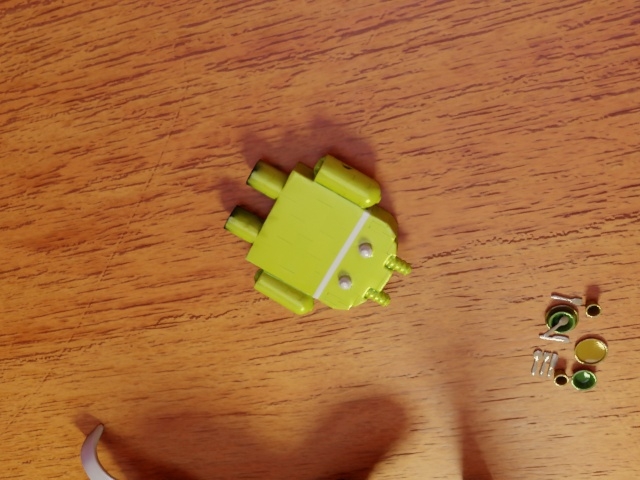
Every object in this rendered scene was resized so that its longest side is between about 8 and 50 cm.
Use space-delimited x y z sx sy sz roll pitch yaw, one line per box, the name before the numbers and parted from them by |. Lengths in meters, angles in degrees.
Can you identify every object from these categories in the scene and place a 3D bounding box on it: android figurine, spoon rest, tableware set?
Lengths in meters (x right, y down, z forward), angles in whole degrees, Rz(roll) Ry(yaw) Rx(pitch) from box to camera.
android figurine | 0.000 0.000 1.014 0.272 0.056 0.248 32 116 -2
spoon rest | -0.330 0.460 1.274 0.276 0.084 0.137 41 115 -8
tableware set | 0.378 0.155 1.025 0.104 0.024 0.154 9 115 7

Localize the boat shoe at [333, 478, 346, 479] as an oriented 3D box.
boat shoe | 0.034 0.465 1.180 0.123 0.123 0.342 27 129 -29
